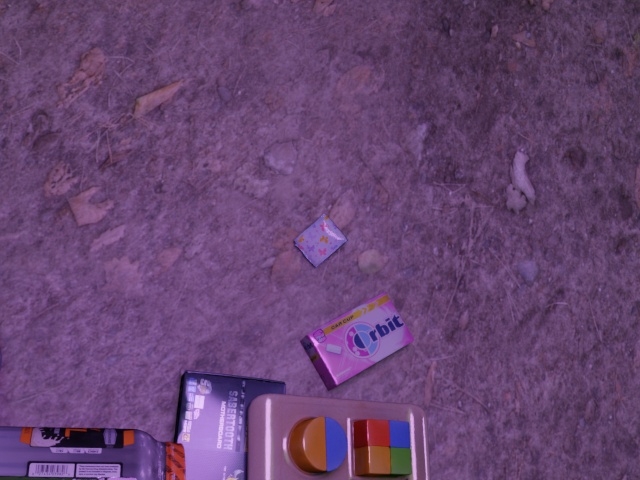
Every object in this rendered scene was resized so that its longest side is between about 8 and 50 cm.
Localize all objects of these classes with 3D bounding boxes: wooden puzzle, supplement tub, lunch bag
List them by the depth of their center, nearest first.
[{"bbox_3d":[-0.370,0.381,1.389,0.316,0.193,0.193,5,71,-15],"label":"supplement tub"},{"bbox_3d":[0.048,0.429,1.567,0.348,0.080,0.322,8,70,-26],"label":"wooden puzzle"},{"bbox_3d":[0.000,0.000,1.749,0.083,0.053,0.071,-42,86,2],"label":"lunch bag"}]

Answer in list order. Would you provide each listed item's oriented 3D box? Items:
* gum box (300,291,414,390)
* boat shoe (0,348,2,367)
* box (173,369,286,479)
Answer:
[{"bbox_3d":[0.073,0.184,1.700,0.188,0.062,0.107,-27,81,-22],"label":"gum box"},{"bbox_3d":[-0.560,0.219,1.416,0.094,0.302,0.109,-18,106,-7],"label":"boat shoe"},{"bbox_3d":[-0.160,0.351,1.581,0.184,0.059,0.232,10,69,-13],"label":"box"}]
